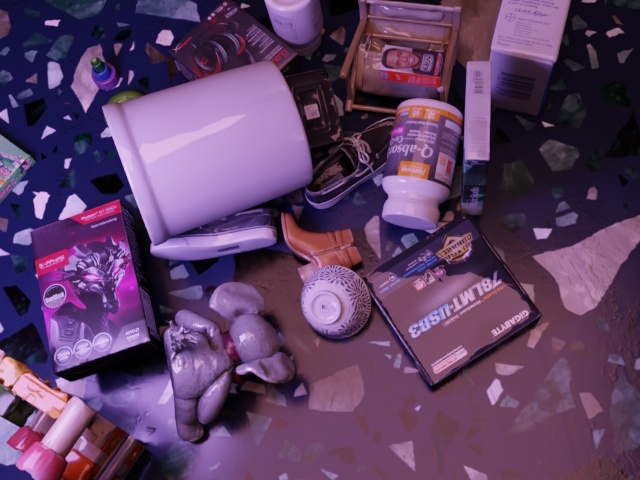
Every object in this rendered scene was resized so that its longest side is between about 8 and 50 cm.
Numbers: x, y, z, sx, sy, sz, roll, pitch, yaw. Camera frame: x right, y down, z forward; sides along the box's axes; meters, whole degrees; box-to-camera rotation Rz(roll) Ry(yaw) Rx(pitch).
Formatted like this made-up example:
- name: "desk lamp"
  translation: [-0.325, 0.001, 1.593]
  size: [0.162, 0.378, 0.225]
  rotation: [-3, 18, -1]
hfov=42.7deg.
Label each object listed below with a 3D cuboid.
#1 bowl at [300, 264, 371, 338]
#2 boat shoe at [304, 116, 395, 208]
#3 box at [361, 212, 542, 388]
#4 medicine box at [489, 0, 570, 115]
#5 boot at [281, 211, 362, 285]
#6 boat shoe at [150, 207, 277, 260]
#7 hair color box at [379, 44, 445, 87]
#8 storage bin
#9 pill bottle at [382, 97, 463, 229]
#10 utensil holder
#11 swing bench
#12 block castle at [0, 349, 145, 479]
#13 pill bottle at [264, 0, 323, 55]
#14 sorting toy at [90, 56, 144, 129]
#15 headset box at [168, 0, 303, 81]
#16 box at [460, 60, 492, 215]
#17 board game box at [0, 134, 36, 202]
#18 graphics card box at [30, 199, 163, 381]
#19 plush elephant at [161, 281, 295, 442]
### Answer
- name: "bowl"
  translation: [0.022, 0.145, 1.836]
  size: [0.170, 0.080, 0.170]
  rotation: [2, 97, 19]
- name: "boat shoe"
  translation: [0.083, -0.202, 1.969]
  size: [0.306, 0.105, 0.113]
  rotation: [-35, 71, -5]
- name: "box"
  translation: [0.291, 0.133, 1.848]
  size: [0.295, 0.073, 0.293]
  rotation: [-31, 69, -3]
- name: "medicine box"
  translation: [0.492, -0.489, 1.931]
  size: [0.149, 0.263, 0.289]
  rotation: [15, 74, 11]
- name: "boot"
  translation: [0.000, 0.000, 1.931]
  size: [0.152, 0.073, 0.197]
  rotation: [-24, 82, 0]
- name: "boat shoe"
  translation: [-0.257, -0.023, 1.951]
  size: [0.301, 0.108, 0.102]
  rotation: [-10, 70, 1]
- name: "hair color box"
  translation: [0.211, -0.400, 1.878]
  size: [0.141, 0.043, 0.072]
  rotation: [9, 69, 10]
- name: "storage bin"
  translation: [-0.026, -0.314, 1.991]
  size: [0.122, 0.084, 0.180]
  rotation: [-15, 94, -8]
- name: "pill bottle"
  translation: [0.233, -0.175, 1.906]
  size: [0.162, 0.162, 0.278]
  rotation: [10, 79, 10]
- name: "utensil holder"
  translation: [-0.249, -0.205, 1.843]
  size: [0.385, 0.327, 0.328]
  rotation: [-20, 70, -11]
- name: "swing bench"
  translation: [0.200, -0.447, 2.012]
  size: [0.253, 0.165, 0.255]
  rotation: [10, 67, 11]
- name: "block castle"
  translation: [-0.562, 0.414, 1.663]
  size: [0.303, 0.453, 0.213]
  rotation: [28, 70, 14]
- name: "pill bottle"
  translation: [-0.061, -0.565, 2.045]
  size: [0.131, 0.229, 0.131]
  rotation: [-2, 71, 7]
- name: "sorting toy"
  translation: [-0.497, -0.331, 2.077]
  size: [0.127, 0.126, 0.365]
  rotation: [-32, 71, -4]
- name: "headset box"
  translation: [-0.203, -0.443, 2.085]
  size: [0.293, 0.110, 0.218]
  rotation: [42, 81, 18]
- name: "box"
  translation: [0.345, -0.217, 1.827]
  size: [0.058, 0.322, 0.232]
  rotation: [2, 71, 10]
- name: "board game box"
  translation: [-0.928, -0.213, 2.133]
  size: [0.317, 0.046, 0.213]
  rotation: [34, 78, 17]
- name: "graphics card box"
  translation: [-0.515, 0.110, 1.868]
  size: [0.232, 0.094, 0.371]
  rotation: [-18, 67, 2]
- name: "plush elephant"
  translation: [-0.203, 0.246, 1.783]
  size: [0.255, 0.330, 0.272]
  rotation: [-9, 62, -15]
